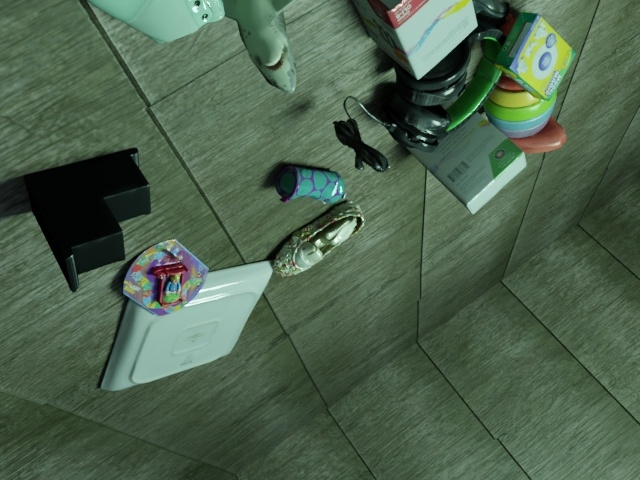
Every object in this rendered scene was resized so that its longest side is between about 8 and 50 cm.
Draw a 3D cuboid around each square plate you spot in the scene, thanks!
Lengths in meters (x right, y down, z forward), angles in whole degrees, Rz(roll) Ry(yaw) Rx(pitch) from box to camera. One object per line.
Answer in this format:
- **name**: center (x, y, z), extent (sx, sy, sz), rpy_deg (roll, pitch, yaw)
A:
- **square plate**: center (-0.283, 0.197, 1.253), extent (0.347, 0.049, 0.344), rpy_deg (-10, 141, -42)

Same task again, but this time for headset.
- **headset**: center (0.198, -0.246, 1.015), extent (0.394, 0.185, 0.243), rpy_deg (-25, 150, -24)

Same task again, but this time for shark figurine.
- **shark figurine**: center (-0.044, -0.342, 0.705), extent (0.278, 0.166, 0.116), rpy_deg (-64, 173, 10)

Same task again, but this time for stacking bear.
- **stacking bear**: center (0.424, -0.337, 1.195), extent (0.164, 0.175, 0.289), rpy_deg (-11, 145, 14)

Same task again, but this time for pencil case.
- **pencil case**: center (-0.018, -0.105, 1.097), extent (0.152, 0.064, 0.070), rpy_deg (1, 109, -50)

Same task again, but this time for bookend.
- **bookend**: center (-0.292, -0.034, 0.770), extent (0.157, 0.156, 0.072), rpy_deg (-23, 149, -30)

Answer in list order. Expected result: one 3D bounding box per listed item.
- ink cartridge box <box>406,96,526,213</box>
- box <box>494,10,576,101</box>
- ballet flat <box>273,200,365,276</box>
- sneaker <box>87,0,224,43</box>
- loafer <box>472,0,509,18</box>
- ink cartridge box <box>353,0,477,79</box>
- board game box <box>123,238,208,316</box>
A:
- **ink cartridge box**: center (0.305, -0.187, 1.208), extent (0.154, 0.212, 0.093), rpy_deg (-45, 156, 10)
- **box**: center (0.406, -0.333, 1.053), extent (0.179, 0.043, 0.105), rpy_deg (16, 104, -43)
- **ballet flat**: center (0.000, 0.000, 1.254), extent (0.241, 0.077, 0.091), rpy_deg (-40, 122, -6)
- **sneaker**: center (-0.128, -0.318, 0.591), extent (0.256, 0.094, 0.151), rpy_deg (-33, 150, 18)
- **loafer**: center (0.281, -0.424, 0.985), extent (0.170, 0.062, 0.061), rpy_deg (-15, 122, -44)
- **ink cartridge box**: center (0.132, -0.354, 0.830), extent (0.127, 0.128, 0.176), rpy_deg (-42, 152, 7)
- **board game box**: center (-0.277, 0.080, 1.045), extent (0.133, 0.033, 0.168), rpy_deg (-46, 139, -7)
